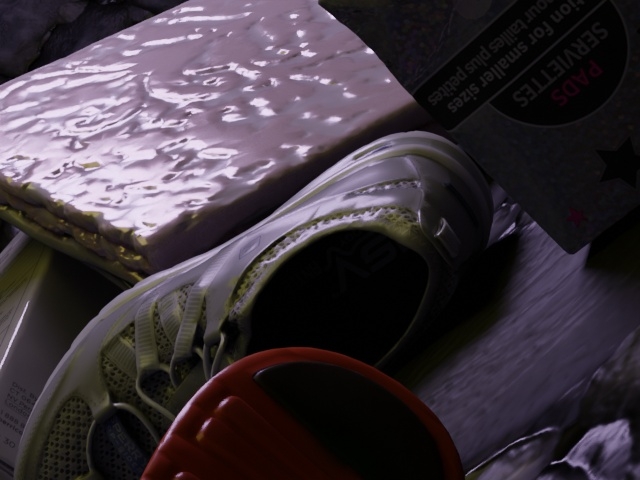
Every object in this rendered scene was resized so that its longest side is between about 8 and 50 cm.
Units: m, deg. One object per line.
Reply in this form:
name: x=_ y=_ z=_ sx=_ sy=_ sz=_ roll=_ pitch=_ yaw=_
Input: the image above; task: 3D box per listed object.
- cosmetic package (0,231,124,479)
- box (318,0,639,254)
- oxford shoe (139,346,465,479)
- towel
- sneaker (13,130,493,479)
cosmetic package: x=-0.177 y=0.098 z=0.861 sx=0.160 sy=0.113 sz=0.309 roll=-43 pitch=19 yaw=26
box: x=0.145 y=-0.139 z=0.500 sx=0.247 sy=0.142 sz=0.163 roll=-43 pitch=8 yaw=29
oxford shoe: x=-0.050 y=0.137 z=0.286 sx=0.271 sy=0.097 sz=0.098 roll=-45 pitch=-15 yaw=-47
towel: x=-0.066 y=-0.083 z=0.897 sx=0.317 sy=0.053 sz=0.331 roll=-30 pitch=32 yaw=-29
sneaker: x=-0.045 y=0.055 z=0.626 sx=0.281 sy=0.105 sz=0.115 roll=-43 pitch=6 yaw=14
